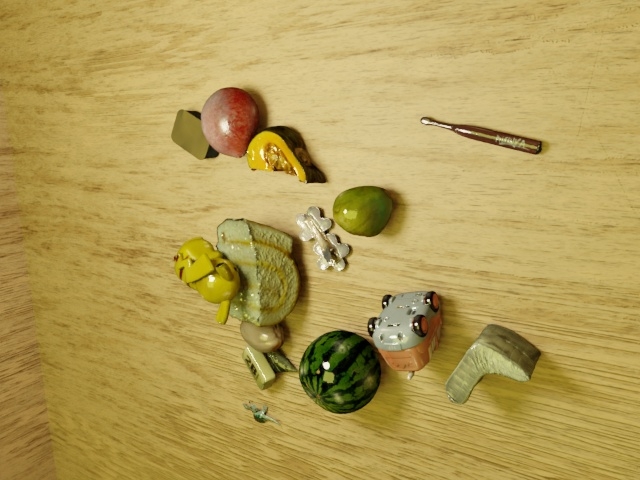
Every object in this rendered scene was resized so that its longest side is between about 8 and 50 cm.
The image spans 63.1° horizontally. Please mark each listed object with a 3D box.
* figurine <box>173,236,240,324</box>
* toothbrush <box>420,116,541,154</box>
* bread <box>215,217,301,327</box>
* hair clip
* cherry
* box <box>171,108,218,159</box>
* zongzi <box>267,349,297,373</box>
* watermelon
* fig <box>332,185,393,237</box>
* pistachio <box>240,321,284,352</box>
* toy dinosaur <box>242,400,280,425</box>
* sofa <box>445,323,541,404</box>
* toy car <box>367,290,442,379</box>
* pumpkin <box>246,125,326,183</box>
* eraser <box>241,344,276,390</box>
[{"bbox_3d":[-0.382,0.109,1.786,0.326,0.169,0.218,29,123,34],"label":"figurine"},{"bbox_3d":[0.457,-0.310,1.517,0.363,0.041,0.041,21,111,28],"label":"toothbrush"},{"bbox_3d":[-0.215,0.094,1.922,0.239,0.264,0.396,11,106,43],"label":"bread"},{"bbox_3d":[0.004,-0.001,1.863,0.146,0.075,0.257,-40,72,30],"label":"hair clip"},{"bbox_3d":[-0.333,-0.424,1.884,0.239,0.239,0.206,-34,126,30],"label":"cherry"},{"bbox_3d":[-0.484,-0.422,2.069,0.201,0.090,0.145,34,117,23],"label":"box"},{"bbox_3d":[-0.152,0.473,2.070,0.119,0.055,0.109,-11,103,35],"label":"zongzi"},{"bbox_3d":[0.066,0.450,1.792,0.285,0.285,0.285,8,105,31],"label":"watermelon"},{"bbox_3d":[0.141,-0.099,1.685,0.191,0.181,0.181,-34,81,11],"label":"fig"},{"bbox_3d":[-0.229,0.366,2.052,0.215,0.143,0.144,10,107,46],"label":"pistachio"},{"bbox_3d":[-0.257,0.745,2.216,0.187,0.044,0.106,35,131,8],"label":"toy dinosaur"},{"bbox_3d":[0.507,0.388,1.542,0.176,0.210,0.226,35,114,20],"label":"sofa"},{"bbox_3d":[0.286,0.292,1.645,0.180,0.270,0.213,-9,114,33],"label":"toy car"},{"bbox_3d":[-0.135,-0.270,1.848,0.190,0.139,0.281,-37,77,29],"label":"pumpkin"},{"bbox_3d":[-0.251,0.511,2.109,0.172,0.058,0.117,55,146,22],"label":"eraser"}]
